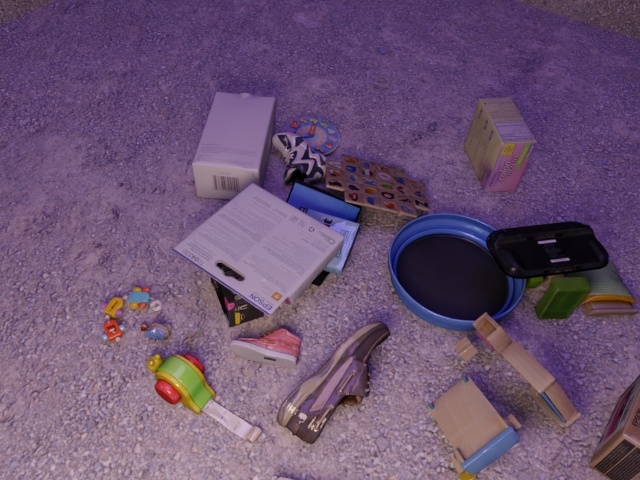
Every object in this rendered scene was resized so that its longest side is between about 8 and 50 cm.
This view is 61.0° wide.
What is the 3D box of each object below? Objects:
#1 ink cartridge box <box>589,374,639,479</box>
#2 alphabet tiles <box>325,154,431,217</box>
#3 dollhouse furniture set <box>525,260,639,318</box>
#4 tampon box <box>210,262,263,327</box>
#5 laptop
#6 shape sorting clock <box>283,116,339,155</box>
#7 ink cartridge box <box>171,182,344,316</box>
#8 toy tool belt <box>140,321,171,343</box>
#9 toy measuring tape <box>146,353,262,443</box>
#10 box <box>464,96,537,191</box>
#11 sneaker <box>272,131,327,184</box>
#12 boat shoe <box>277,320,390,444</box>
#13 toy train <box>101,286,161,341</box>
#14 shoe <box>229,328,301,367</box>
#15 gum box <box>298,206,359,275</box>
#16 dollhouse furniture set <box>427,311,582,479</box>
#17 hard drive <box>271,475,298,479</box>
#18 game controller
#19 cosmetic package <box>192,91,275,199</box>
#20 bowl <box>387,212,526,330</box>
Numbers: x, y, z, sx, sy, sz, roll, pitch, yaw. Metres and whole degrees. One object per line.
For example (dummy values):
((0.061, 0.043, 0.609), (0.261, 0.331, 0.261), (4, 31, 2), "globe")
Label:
((0.726, 0.416, 1.239), (0.088, 0.193, 0.234), (31, 54, 23), "ink cartridge box")
((0.180, -0.178, 1.732), (0.342, 0.011, 0.285), (12, 36, -10), "alphabet tiles")
((0.750, 0.100, 1.533), (0.301, 0.151, 0.197), (0, 50, -4), "dollhouse furniture set")
((-0.226, 0.127, 1.461), (0.101, 0.120, 0.161), (-16, 53, -19), "tampon box")
((-0.041, -0.030, 1.592), (0.234, 0.136, 0.264), (23, 40, 15), "laptop")
((-0.033, -0.375, 1.949), (0.206, 0.040, 0.206), (2, 50, -2), "shape sorting clock")
((-0.159, 0.024, 1.438), (0.324, 0.071, 0.330), (32, 54, 18), "ink cartridge box")
((-0.429, 0.239, 1.400), (0.083, 0.052, 0.051), (4, 42, 0), "toy tool belt")
((-0.281, 0.356, 1.272), (0.330, 0.121, 0.121), (28, 54, 18), "toy measuring tape")
((0.600, -0.326, 1.839), (0.117, 0.213, 0.243), (-3, 50, -6), "box")
((-0.099, -0.265, 1.812), (0.235, 0.094, 0.153), (40, 50, 10), "sneaker")
((0.056, 0.344, 1.313), (0.130, 0.132, 0.355), (43, 68, 16), "boat shoe")
((-0.506, 0.197, 1.435), (0.166, 0.046, 0.125), (-32, 60, -23), "toy train")
((-0.139, 0.265, 1.393), (0.178, 0.063, 0.081), (14, 49, 1), "shoe")
((0.000, 0.000, 1.543), (0.184, 0.041, 0.157), (17, 65, 11), "gum box")
((0.405, 0.399, 1.318), (0.303, 0.198, 0.286), (-41, 34, 3), "dollhouse furniture set")
((0.037, 0.633, 1.096), (0.339, 0.064, 0.237), (11, 50, 6), "hard drive")
((0.618, 0.024, 1.479), (0.319, 0.067, 0.166), (-6, 55, -11), "game controller")
((-0.277, -0.320, 1.814), (0.217, 0.156, 0.385), (7, 49, 1), "cosmetic package")
((0.385, 0.087, 1.568), (0.391, 0.077, 0.391), (2, 50, -3), "bowl")
